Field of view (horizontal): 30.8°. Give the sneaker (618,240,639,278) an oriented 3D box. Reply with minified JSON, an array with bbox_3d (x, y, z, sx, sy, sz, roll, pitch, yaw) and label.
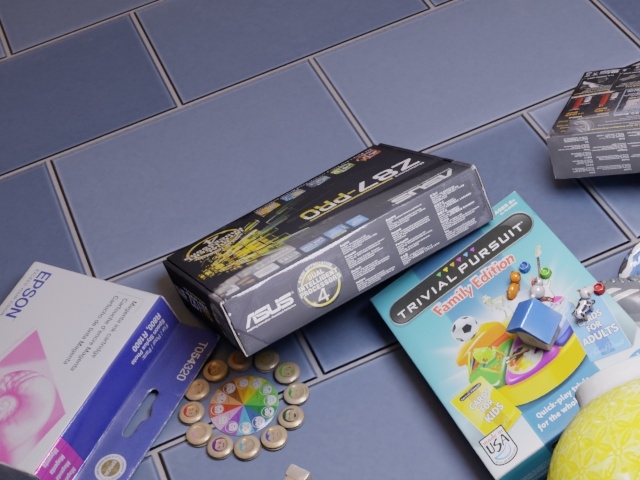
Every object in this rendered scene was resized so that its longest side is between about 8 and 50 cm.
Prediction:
[{"bbox_3d":[0.514,0.026,1.600,0.211,0.080,0.081,-18,44,-3],"label":"sneaker"}]

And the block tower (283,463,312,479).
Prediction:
[{"bbox_3d":[-0.081,0.428,1.355,0.097,0.091,0.335,20,56,26],"label":"block tower"}]

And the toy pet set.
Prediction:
[{"bbox_3d":[0.273,0.072,1.447,0.122,0.065,0.114,15,67,36],"label":"toy pet set"}]

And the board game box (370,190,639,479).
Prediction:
[{"bbox_3d":[0.253,0.127,1.518,0.253,0.079,0.336,-37,49,2],"label":"board game box"}]

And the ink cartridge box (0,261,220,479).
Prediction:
[{"bbox_3d":[-0.359,0.194,1.639,0.330,0.071,0.324,12,51,26],"label":"ink cartridge box"}]

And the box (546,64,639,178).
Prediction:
[{"bbox_3d":[0.513,-0.188,1.705,0.307,0.077,0.242,-4,29,30],"label":"box"}]

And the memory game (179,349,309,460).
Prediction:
[{"bbox_3d":[-0.106,0.223,1.601,0.186,0.012,0.186,-7,47,7],"label":"memory game"}]

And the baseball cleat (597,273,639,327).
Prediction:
[{"bbox_3d":[0.406,0.071,1.571,0.205,0.072,0.109,22,87,26],"label":"baseball cleat"}]

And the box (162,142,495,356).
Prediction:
[{"bbox_3d":[0.000,0.000,1.639,0.395,0.097,0.318,-28,20,-14],"label":"box"}]

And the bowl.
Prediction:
[{"bbox_3d":[0.367,0.218,1.292,0.289,0.289,0.156,-18,65,-5],"label":"bowl"}]
